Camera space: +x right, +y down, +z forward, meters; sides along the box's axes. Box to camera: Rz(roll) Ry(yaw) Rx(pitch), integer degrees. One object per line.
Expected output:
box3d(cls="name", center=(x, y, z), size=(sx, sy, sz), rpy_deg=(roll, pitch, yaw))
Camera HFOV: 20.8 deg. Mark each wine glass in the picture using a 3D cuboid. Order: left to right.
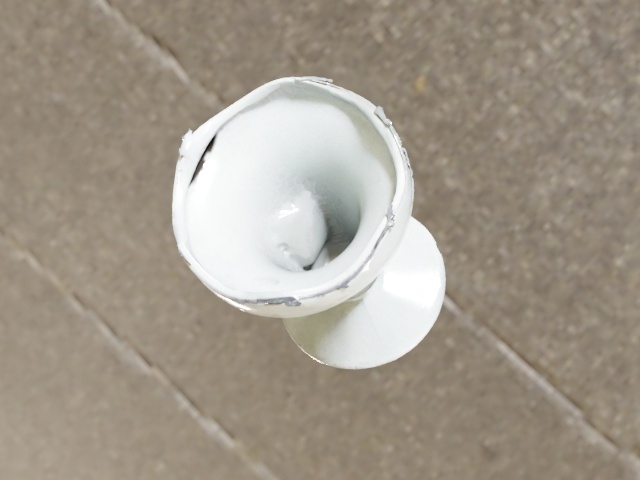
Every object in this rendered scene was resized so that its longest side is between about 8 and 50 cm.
box3d(cls="wine glass", center=(0.000, 0.000, 1.194), size=(0.165, 0.165, 0.196), rpy_deg=(29, 168, 24))
